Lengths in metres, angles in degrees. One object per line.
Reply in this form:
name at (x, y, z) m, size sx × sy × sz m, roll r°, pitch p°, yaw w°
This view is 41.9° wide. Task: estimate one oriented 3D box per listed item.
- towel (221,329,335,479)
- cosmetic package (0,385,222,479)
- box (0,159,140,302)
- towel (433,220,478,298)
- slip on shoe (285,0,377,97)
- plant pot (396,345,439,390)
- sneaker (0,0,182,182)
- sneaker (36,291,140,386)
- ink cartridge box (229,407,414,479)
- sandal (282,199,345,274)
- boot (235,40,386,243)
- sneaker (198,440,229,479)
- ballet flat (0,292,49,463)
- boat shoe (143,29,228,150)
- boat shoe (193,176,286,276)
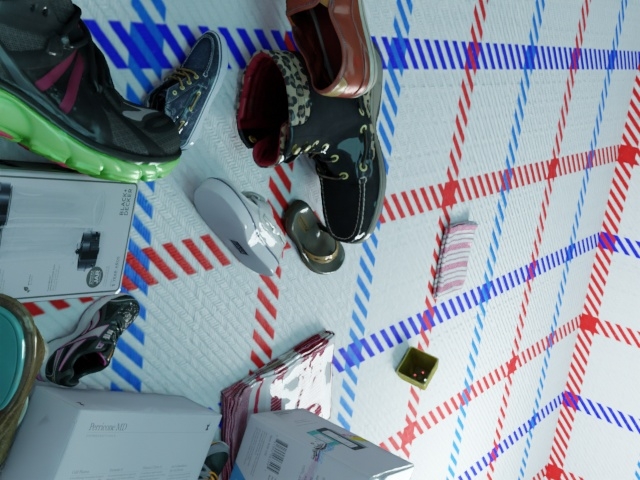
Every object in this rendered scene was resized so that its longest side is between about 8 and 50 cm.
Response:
towel at (-0.076, 0.339, 1.671) m, size 0.329 × 0.037 × 0.237 m, roll -26°, pitch 127°, yaw -47°
cosmetic package at (-0.320, 0.372, 1.244) m, size 0.285 × 0.097 × 0.377 m, roll -67°, pitch 154°, yaw -3°
box at (-0.371, -0.013, 1.029) m, size 0.290 × 0.087 × 0.169 m, roll -3°, pitch 108°, yaw -55°
towel at (0.346, 0.049, 2.143) m, size 0.144 × 0.029 × 0.197 m, roll -12°, pitch 115°, yaw -52°
slip on shoe at (-0.006, -0.376, 1.276) m, size 0.101 × 0.123 × 0.332 m, roll -24°, pitch 101°, yaw -45°
plant pot at (0.247, 0.330, 2.095) m, size 0.081 × 0.081 × 0.083 m, roll -56°, pitch 154°, yaw -22°
sneaker at (-0.308, -0.203, 0.944) m, size 0.482 × 0.185 × 0.202 m, roll 29°, pitch 85°, yaw -57°
sneaker at (-0.318, 0.150, 1.194) m, size 0.178 × 0.077 × 0.072 m, roll -47°, pitch 140°, yaw -34°
ink cartridge box at (-0.004, 0.462, 1.560) m, size 0.197 × 0.270 × 0.198 m, roll 12°, pitch 98°, yaw -59°
sandal at (0.000, 0.000, 1.593) m, size 0.090 × 0.060 × 0.219 m, roll -57°, pitch 144°, yaw -20°
boot at (-0.009, -0.159, 1.432) m, size 0.284 × 0.138 × 0.378 m, roll -18°, pitch 116°, yaw -52°
sneaker at (-0.222, 0.452, 1.473) m, size 0.215 × 0.083 × 0.084 m, roll -52°, pitch 141°, yaw -28°
ballet flat at (-0.395, 0.181, 1.021) m, size 0.342 × 0.116 × 0.124 m, roll -65°, pitch 170°, yaw 27°
boat shoe at (-0.195, -0.223, 1.200) m, size 0.083 × 0.065 × 0.183 m, roll 16°, pitch 93°, yaw -58°
boat shoe at (-0.120, -0.037, 1.375) m, size 0.088 × 0.096 × 0.267 m, roll -62°, pitch 147°, yaw -21°
